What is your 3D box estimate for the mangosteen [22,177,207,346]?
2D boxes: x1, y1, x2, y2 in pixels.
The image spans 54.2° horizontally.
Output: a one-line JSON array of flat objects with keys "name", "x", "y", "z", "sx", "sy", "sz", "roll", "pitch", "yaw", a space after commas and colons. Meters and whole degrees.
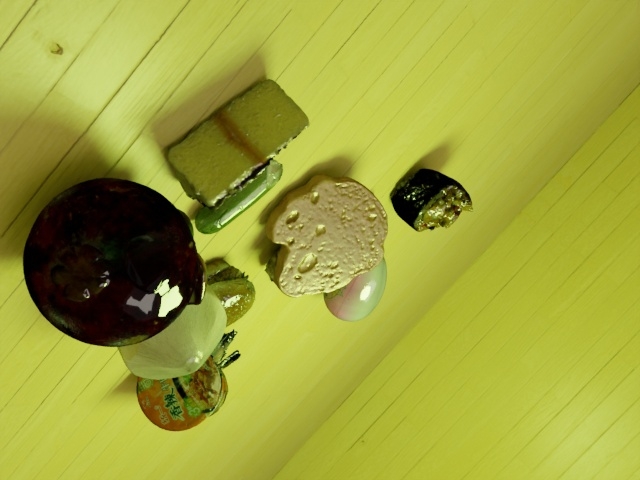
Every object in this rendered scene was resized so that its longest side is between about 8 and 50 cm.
[{"name": "mangosteen", "x": -0.347, "y": 0.033, "z": 1.079, "sx": 0.311, "sy": 0.311, "sz": 0.311, "roll": -35, "pitch": 154, "yaw": -21}]

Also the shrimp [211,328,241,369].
[{"name": "shrimp", "x": -0.291, "y": 0.340, "z": 1.917, "sx": 0.262, "sy": 0.051, "sz": 0.198, "roll": -54, "pitch": 161, "yaw": 25}]

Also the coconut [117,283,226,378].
[{"name": "coconut", "x": -0.322, "y": 0.176, "z": 1.337, "sx": 0.237, "sy": 0.266, "sz": 0.237, "roll": -22, "pitch": 141, "yaw": -20}]

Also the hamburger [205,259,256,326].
[{"name": "hamburger", "x": -0.272, "y": 0.158, "z": 1.566, "sx": 0.215, "sy": 0.122, "sz": 0.189, "roll": -23, "pitch": 148, "yaw": -35}]

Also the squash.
[{"name": "squash", "x": -0.178, "y": -0.098, "z": 1.381, "sx": 0.239, "sy": 0.069, "sz": 0.069, "roll": -41, "pitch": 155, "yaw": -7}]

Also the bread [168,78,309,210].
[{"name": "bread", "x": -0.164, "y": -0.188, "z": 1.214, "sx": 0.266, "sy": 0.141, "sz": 0.178, "roll": -39, "pitch": -165, "yaw": -16}]

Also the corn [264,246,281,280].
[{"name": "corn", "x": 0.000, "y": 0.000, "z": 1.736, "sx": 0.347, "sy": 0.130, "sz": 0.130, "roll": -37, "pitch": 154, "yaw": -13}]

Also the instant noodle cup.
[{"name": "instant noodle cup", "x": -0.359, "y": 0.403, "z": 1.712, "sx": 0.230, "sy": 0.230, "sz": 0.182, "roll": -42, "pitch": 163, "yaw": -7}]

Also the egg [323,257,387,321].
[{"name": "egg", "x": 0.120, "y": 0.142, "z": 2.068, "sx": 0.196, "sy": 0.196, "sz": 0.271, "roll": 7, "pitch": 116, "yaw": -60}]

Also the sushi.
[{"name": "sushi", "x": 0.362, "y": -0.123, "z": 2.019, "sx": 0.213, "sy": 0.204, "sz": 0.200, "roll": -47, "pitch": 160, "yaw": 16}]

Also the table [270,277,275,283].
[{"name": "table", "x": -0.092, "y": 0.105, "z": 1.808, "sx": 0.083, "sy": 0.082, "sz": 0.070, "roll": -38, "pitch": 154, "yaw": -14}]

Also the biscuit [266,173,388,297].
[{"name": "biscuit", "x": 0.012, "y": -0.013, "z": 1.637, "sx": 0.351, "sy": 0.057, "sz": 0.312, "roll": -32, "pitch": 115, "yaw": -13}]
